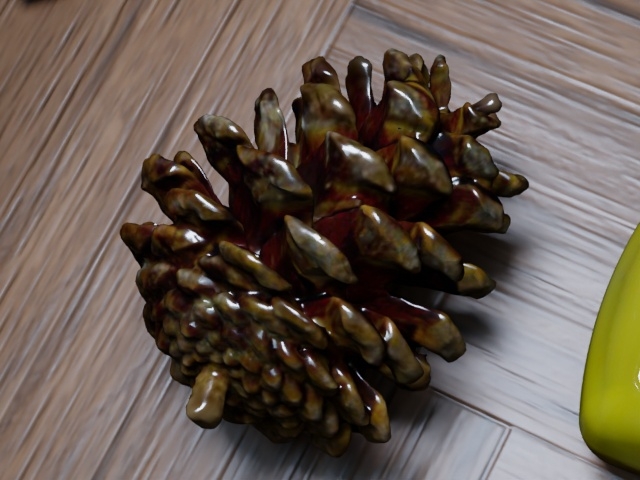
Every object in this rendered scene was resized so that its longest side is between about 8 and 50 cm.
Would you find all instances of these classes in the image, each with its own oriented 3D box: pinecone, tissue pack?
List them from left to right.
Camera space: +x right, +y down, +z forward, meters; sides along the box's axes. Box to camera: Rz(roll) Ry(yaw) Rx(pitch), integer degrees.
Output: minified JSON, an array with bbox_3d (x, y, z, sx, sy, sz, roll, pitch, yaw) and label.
[{"bbox_3d":[0.000,0.000,1.155,0.244,0.244,0.309,38,67,20],"label":"pinecone"},{"bbox_3d":[0.238,0.067,1.126,0.123,0.127,0.178,16,75,18],"label":"tissue pack"}]
